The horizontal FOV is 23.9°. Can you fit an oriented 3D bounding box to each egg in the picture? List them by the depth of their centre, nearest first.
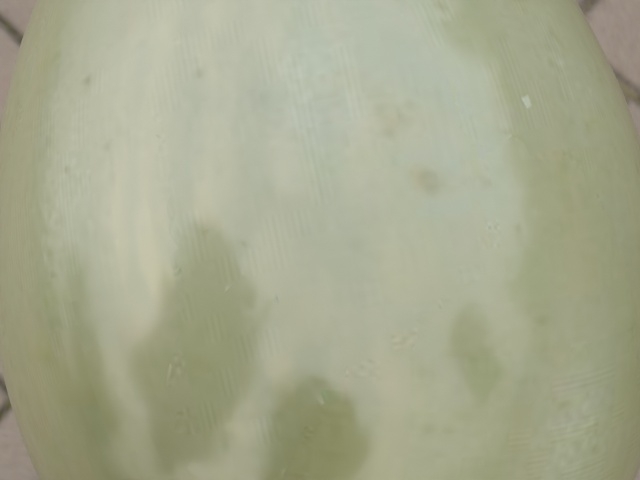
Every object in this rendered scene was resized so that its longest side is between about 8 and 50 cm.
[{"bbox_3d":[0.000,0.000,0.431,0.188,0.188,0.254,-10,95,15],"label":"egg"}]
